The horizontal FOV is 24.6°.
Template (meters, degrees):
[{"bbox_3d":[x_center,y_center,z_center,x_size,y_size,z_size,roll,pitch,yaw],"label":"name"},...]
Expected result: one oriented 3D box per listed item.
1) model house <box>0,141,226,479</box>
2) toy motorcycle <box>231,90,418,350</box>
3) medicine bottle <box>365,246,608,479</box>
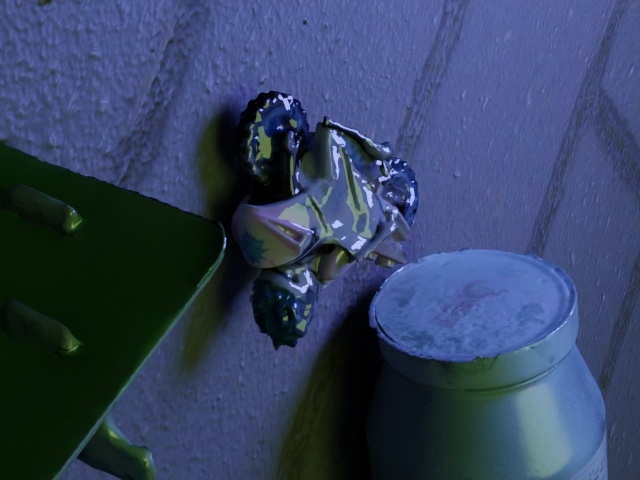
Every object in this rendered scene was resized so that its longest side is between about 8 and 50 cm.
[{"bbox_3d":[-0.210,0.110,0.707,0.242,0.358,0.312,-58,156,-32],"label":"model house"},{"bbox_3d":[-0.005,0.000,1.252,0.239,0.108,0.204,19,78,-35],"label":"toy motorcycle"},{"bbox_3d":[0.160,0.177,1.458,0.245,0.245,0.289,-45,136,-43],"label":"medicine bottle"}]
